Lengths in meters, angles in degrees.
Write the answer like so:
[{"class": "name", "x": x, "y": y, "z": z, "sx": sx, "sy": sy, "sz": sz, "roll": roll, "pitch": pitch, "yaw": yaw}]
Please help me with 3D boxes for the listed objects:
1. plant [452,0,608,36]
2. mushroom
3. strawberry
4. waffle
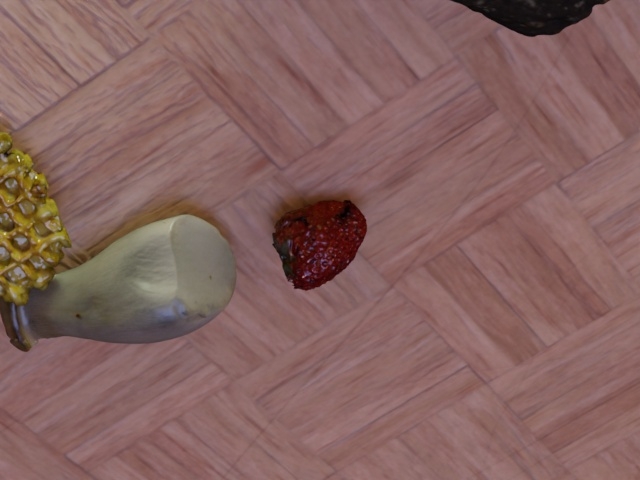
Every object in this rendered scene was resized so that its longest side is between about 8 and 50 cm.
[{"class": "plant", "x": 0.100, "y": -0.294, "z": 1.293, "sx": 0.320, "sy": 0.181, "sz": 0.194, "roll": 33, "pitch": 122, "yaw": -32}, {"class": "mushroom", "x": -0.194, "y": 0.052, "z": 1.586, "sx": 0.225, "sy": 0.093, "sz": 0.116, "roll": -18, "pitch": 103, "yaw": 15}, {"class": "strawberry", "x": 0.000, "y": 0.000, "z": 1.593, "sx": 0.096, "sy": 0.083, "sz": 0.083, "roll": -31, "pitch": 130, "yaw": 5}, {"class": "waffle", "x": -0.321, "y": -0.015, "z": 1.506, "sx": 0.191, "sy": 0.038, "sz": 0.191, "roll": -3, "pitch": 118, "yaw": -5}]
